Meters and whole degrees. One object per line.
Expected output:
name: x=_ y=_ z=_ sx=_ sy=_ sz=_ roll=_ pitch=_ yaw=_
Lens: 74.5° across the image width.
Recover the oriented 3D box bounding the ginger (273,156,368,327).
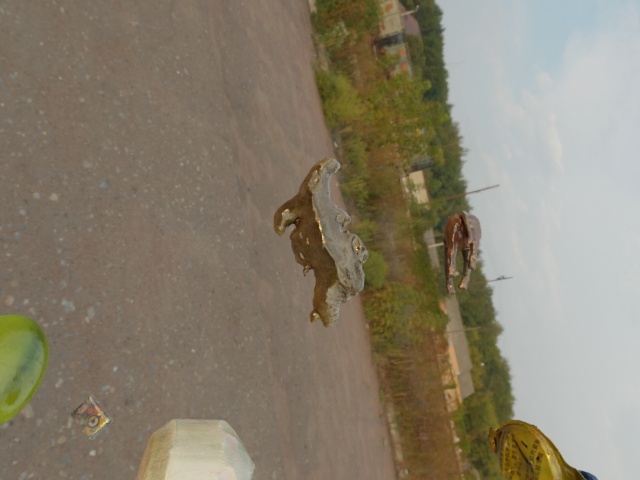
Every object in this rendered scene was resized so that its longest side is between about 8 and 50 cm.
ginger: x=0.001 y=0.002 z=0.836 sx=0.080 sy=0.166 sz=0.333 roll=128 pitch=-53 yaw=-82

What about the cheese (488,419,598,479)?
cheese: x=0.407 y=0.416 z=0.748 sx=0.250 sy=0.064 sz=0.157 roll=14 pitch=-71 yaw=60

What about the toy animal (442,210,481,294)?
toy animal: x=0.277 y=0.002 z=0.846 sx=0.224 sy=0.066 sz=0.230 roll=74 pitch=23 yaw=-55

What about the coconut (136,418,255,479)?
coconut: x=-0.254 y=0.483 z=0.874 sx=0.234 sy=0.224 sz=0.224 roll=23 pitch=34 yaw=-17

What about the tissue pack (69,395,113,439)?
tissue pack: x=-0.558 y=0.433 z=1.031 sx=0.083 sy=0.063 sz=0.035 roll=42 pitch=-17 yaw=17

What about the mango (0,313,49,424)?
mango: x=-0.680 y=0.269 z=0.884 sx=0.273 sy=0.185 sz=0.149 roll=-79 pitch=-178 yaw=-54
